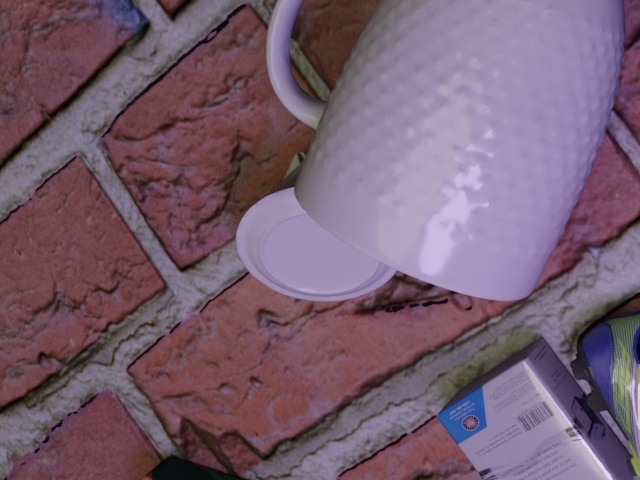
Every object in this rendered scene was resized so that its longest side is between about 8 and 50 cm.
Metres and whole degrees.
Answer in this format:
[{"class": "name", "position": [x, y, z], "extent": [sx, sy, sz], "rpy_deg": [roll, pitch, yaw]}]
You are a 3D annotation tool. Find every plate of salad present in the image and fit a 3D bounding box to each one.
[{"class": "plate of salad", "position": [0.000, 0.000, 1.534], "extent": [0.199, 0.048, 0.200], "rpy_deg": [2, 137, 2]}]

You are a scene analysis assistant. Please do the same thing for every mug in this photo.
[{"class": "mug", "position": [0.116, -0.168, 1.333], "extent": [0.374, 0.276, 0.328], "rpy_deg": [27, 107, 14]}]

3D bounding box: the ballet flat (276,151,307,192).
[{"class": "ballet flat", "position": [0.004, -0.091, 1.537], "extent": [0.213, 0.072, 0.068], "rpy_deg": [-43, 57, 28]}]

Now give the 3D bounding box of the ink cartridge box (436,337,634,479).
[{"class": "ink cartridge box", "position": [0.250, 0.233, 1.498], "extent": [0.139, 0.082, 0.191], "rpy_deg": [-37, 89, 29]}]

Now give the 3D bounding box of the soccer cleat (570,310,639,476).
[{"class": "soccer cleat", "position": [0.390, 0.209, 1.422], "extent": [0.121, 0.093, 0.289], "rpy_deg": [-33, 90, 22]}]

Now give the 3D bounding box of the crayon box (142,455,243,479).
[{"class": "crayon box", "position": [-0.088, 0.429, 1.716], "extent": [0.318, 0.081, 0.202], "rpy_deg": [13, 110, 21]}]
